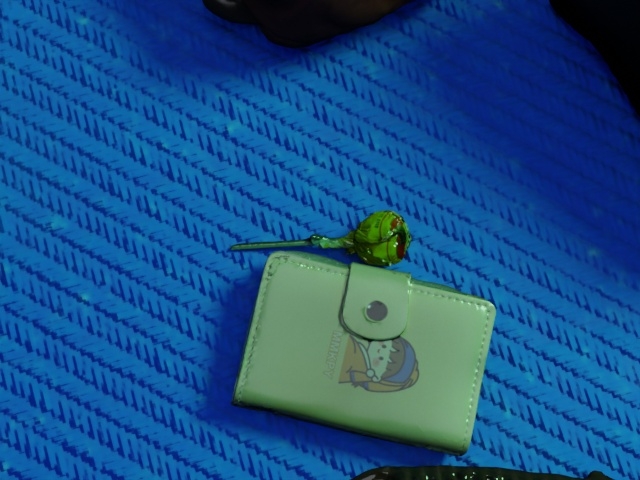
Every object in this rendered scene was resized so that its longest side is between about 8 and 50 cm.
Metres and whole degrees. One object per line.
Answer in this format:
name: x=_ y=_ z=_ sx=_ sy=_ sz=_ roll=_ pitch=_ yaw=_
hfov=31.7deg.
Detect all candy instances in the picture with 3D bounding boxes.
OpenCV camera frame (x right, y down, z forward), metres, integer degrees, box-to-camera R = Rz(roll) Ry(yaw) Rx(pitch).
candy: x=0.000 y=0.000 z=0.761 sx=0.123 sy=0.035 sz=0.035 roll=-2 pitch=44 yaw=5

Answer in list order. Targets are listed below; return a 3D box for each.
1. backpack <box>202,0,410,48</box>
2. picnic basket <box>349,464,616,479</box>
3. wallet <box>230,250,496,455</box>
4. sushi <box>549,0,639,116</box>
backpack: x=0.003 y=-0.253 z=0.762 sx=0.229 sy=0.139 sz=0.229 roll=1 pitch=78 yaw=-5
picnic basket: x=0.142 y=0.240 z=0.657 sx=0.297 sy=0.129 sz=0.222 roll=7 pitch=74 yaw=-3
wallet: x=0.029 y=0.071 z=0.737 sx=0.155 sy=0.039 sz=0.110 roll=13 pitch=81 yaw=0
sushi: x=0.312 y=-0.161 z=0.722 sx=0.212 sy=0.215 sz=0.227 roll=-34 pitch=80 yaw=-11
